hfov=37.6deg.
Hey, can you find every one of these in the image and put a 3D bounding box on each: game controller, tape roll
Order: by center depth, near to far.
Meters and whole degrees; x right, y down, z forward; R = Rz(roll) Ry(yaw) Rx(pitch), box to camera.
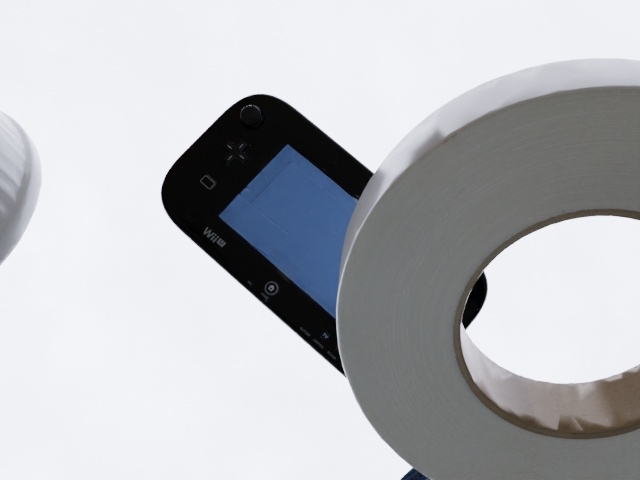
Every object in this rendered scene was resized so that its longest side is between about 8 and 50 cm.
[{"bbox_3d":[0.206,0.054,0.736,0.392,0.072,0.392,2,-62,3],"label":"tape roll"},{"bbox_3d":[0.000,0.000,0.899,0.319,0.067,0.166,40,-110,13],"label":"game controller"}]

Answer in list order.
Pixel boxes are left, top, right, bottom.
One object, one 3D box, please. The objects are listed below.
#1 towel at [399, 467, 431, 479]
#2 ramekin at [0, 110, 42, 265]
[{"bbox_3d":[0.133,0.328,1.225,0.067,0.119,0.029,-41,-123,-14],"label":"towel"},{"bbox_3d":[-0.412,-0.055,0.881,0.273,0.273,0.127,-20,-39,5],"label":"ramekin"}]
